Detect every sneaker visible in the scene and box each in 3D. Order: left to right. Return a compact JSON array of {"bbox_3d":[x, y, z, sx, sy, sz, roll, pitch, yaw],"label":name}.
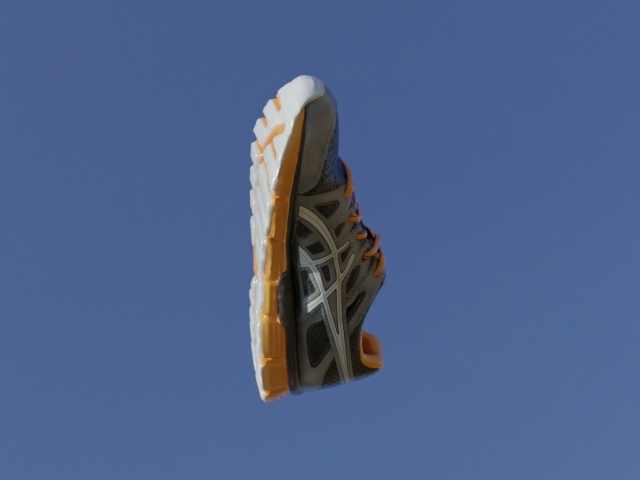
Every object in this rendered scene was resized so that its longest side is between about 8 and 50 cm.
[{"bbox_3d":[0.000,0.000,0.871,0.083,0.084,0.215,-2,-57,-6],"label":"sneaker"}]
